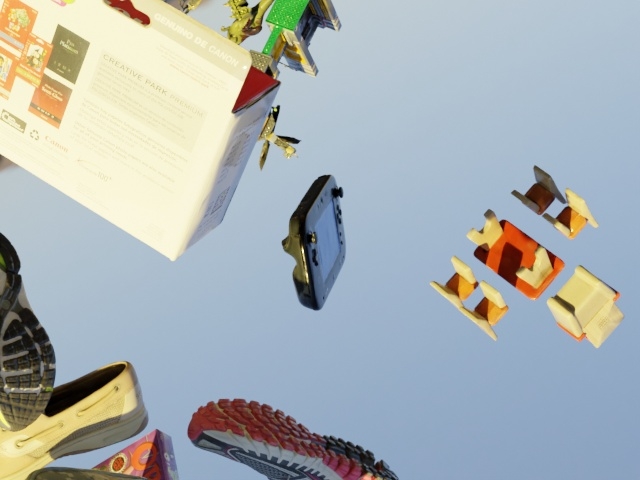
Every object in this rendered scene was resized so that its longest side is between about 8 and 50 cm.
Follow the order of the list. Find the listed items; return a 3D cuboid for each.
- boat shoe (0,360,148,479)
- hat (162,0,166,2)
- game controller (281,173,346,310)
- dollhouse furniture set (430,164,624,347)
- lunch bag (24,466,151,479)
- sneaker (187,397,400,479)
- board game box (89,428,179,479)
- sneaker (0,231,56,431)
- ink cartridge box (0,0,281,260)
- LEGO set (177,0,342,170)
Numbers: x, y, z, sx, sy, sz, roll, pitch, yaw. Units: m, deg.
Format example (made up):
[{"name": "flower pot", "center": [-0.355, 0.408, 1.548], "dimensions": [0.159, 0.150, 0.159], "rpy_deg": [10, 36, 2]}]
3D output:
[{"name": "boat shoe", "center": [-0.419, 0.263, 2.054], "dimensions": [0.341, 0.110, 0.121], "rpy_deg": [-19, -154, -20]}, {"name": "hat", "center": [-0.235, -0.382, 1.916], "dimensions": [0.331, 0.134, 0.331], "rpy_deg": [-51, 173, -9]}, {"name": "game controller", "center": [0.000, 0.000, 2.446], "dimensions": [0.067, 0.167, 0.319], "rpy_deg": [-14, -165, 15]}, {"name": "dollhouse furniture set", "center": [0.357, 0.057, 2.330], "dimensions": [0.262, 0.135, 0.259], "rpy_deg": [-48, -128, -1]}, {"name": "lunch bag", "center": [-0.253, 0.426, 1.489], "dimensions": [0.212, 0.305, 0.256], "rpy_deg": [13, 124, -46]}, {"name": "sneaker", "center": [-0.035, 0.287, 1.756], "dimensions": [0.112, 0.299, 0.121], "rpy_deg": [-58, -154, 7]}, {"name": "board game box", "center": [-0.291, 0.480, 2.193], "dimensions": [0.208, 0.056, 0.347], "rpy_deg": [-30, -133, 13]}, {"name": "sneaker", "center": [-0.451, 0.130, 1.977], "dimensions": [0.111, 0.300, 0.121], "rpy_deg": [4, 146, -40]}, {"name": "ink cartridge box", "center": [-0.217, -0.179, 1.594], "dimensions": [0.130, 0.309, 0.272], "rpy_deg": [-44, 163, -58]}, {"name": "LEGO set", "center": [-0.116, -0.285, 2.179], "dimensions": [0.192, 0.254, 0.331], "rpy_deg": [57, 50, -68]}]
